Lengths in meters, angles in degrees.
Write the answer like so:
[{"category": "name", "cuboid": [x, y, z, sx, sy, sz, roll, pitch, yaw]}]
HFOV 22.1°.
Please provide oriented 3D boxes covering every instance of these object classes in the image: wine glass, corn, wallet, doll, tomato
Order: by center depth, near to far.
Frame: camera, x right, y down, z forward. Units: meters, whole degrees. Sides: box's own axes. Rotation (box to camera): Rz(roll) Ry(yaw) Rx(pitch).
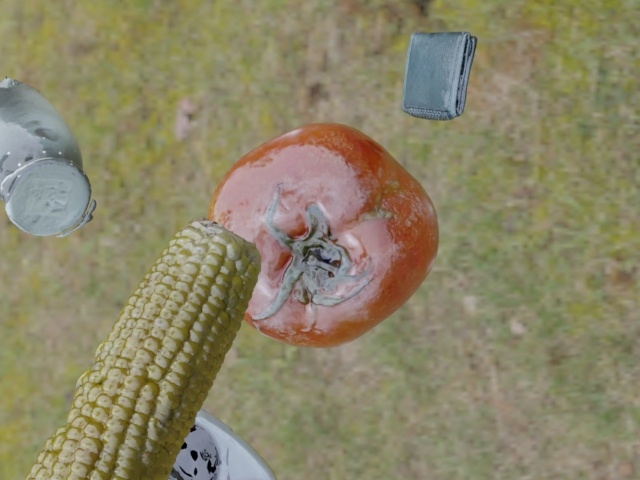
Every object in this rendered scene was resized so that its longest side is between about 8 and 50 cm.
[{"category": "corn", "cuboid": [-0.135, 0.127, 1.178, 0.097, 0.097, 0.320, 5, 62, 47]}, {"category": "tomato", "cuboid": [0.000, 0.000, 1.629, 0.236, 0.095, 0.237, 1, 99, 4]}, {"category": "wallet", "cuboid": [0.119, -0.164, 1.635, 0.129, 0.026, 0.088, -163, 81, -68]}, {"category": "wine glass", "cuboid": [-0.326, -0.096, 1.838, 0.111, 0.111, 0.204, -65, 34, 25]}, {"category": "doll", "cuboid": [-0.168, 0.241, 1.867, 0.145, 0.103, 0.316, -46, 62, -2]}]
